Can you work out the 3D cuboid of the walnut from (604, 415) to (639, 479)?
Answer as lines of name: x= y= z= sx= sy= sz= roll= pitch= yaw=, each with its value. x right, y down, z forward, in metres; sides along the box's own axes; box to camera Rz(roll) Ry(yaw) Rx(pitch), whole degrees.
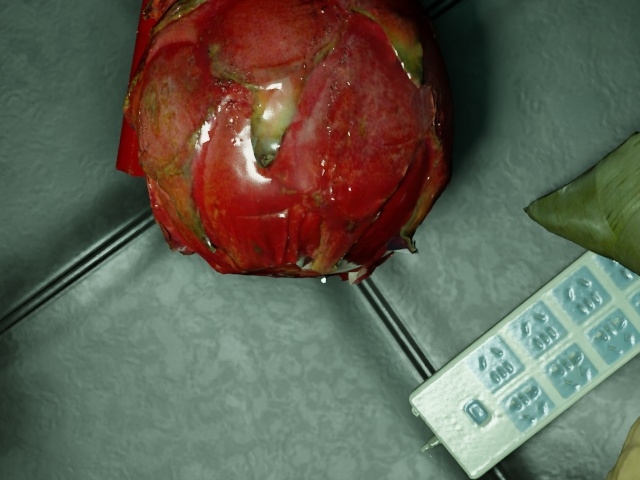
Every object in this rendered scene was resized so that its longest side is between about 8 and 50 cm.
walnut: x=0.411 y=0.282 z=1.515 sx=0.381 sy=0.381 sz=0.381 roll=1 pitch=95 yaw=10

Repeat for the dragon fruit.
dragon fruit: x=-0.027 y=-0.108 z=1.594 sx=0.296 sy=0.295 sz=0.301 roll=-2 pitch=86 yaw=10

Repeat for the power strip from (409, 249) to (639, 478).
power strip: x=0.236 y=0.089 z=1.682 sx=0.367 sy=0.043 sz=0.106 roll=-40 pitch=87 yaw=11

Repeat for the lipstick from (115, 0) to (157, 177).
lipstick: x=-0.142 y=-0.198 z=1.712 sx=0.073 sy=0.073 sz=0.279 roll=12 pitch=97 yaw=9

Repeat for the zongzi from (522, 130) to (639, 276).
zongzi: x=0.326 y=0.041 z=1.476 sx=0.393 sy=0.174 sz=0.356 roll=-30 pitch=48 yaw=40

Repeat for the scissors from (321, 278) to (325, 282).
scissors: x=0.000 y=0.000 z=1.735 sx=0.036 sy=0.006 sz=0.083 roll=-2 pitch=95 yaw=12
